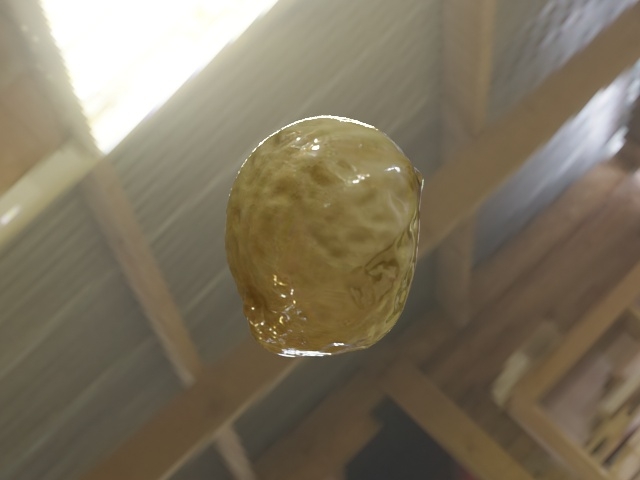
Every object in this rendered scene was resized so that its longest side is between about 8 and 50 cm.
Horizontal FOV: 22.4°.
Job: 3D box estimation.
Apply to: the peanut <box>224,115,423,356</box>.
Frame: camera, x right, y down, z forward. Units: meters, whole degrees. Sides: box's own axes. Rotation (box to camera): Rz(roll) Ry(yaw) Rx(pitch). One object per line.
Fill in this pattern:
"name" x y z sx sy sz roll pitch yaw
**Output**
"peanut" 0.000 0.000 1.011 0.109 0.140 0.159 7 -69 -23
